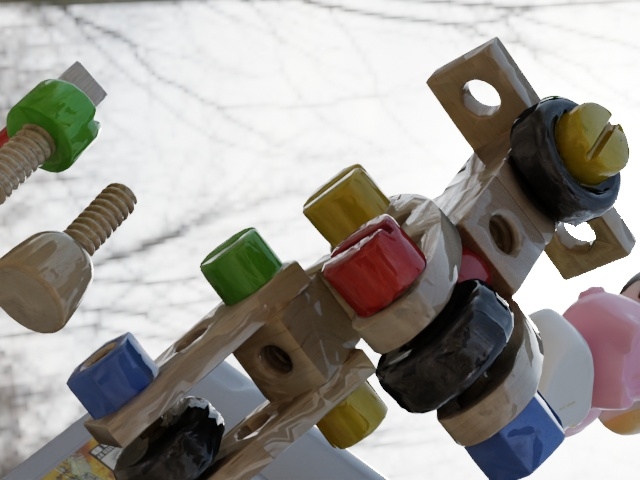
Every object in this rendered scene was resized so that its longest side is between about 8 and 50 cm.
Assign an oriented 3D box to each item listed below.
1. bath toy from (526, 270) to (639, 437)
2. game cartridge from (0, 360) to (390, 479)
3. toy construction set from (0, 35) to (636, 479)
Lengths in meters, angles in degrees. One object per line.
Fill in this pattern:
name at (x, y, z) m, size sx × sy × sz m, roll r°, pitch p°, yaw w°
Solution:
bath toy at (0.212, 0.092, 1.318) m, size 0.129 × 0.348 × 0.151 m, roll 20°, pitch -72°, yaw 38°
game cartridge at (-0.100, 0.192, 0.938) m, size 0.198 × 0.297 × 0.062 m, roll 30°, pitch -41°, yaw 27°
toy construction set at (0.000, 0.000, 0.779) m, size 0.308 × 0.237 × 0.257 m, roll 33°, pitch -40°, yaw 5°
